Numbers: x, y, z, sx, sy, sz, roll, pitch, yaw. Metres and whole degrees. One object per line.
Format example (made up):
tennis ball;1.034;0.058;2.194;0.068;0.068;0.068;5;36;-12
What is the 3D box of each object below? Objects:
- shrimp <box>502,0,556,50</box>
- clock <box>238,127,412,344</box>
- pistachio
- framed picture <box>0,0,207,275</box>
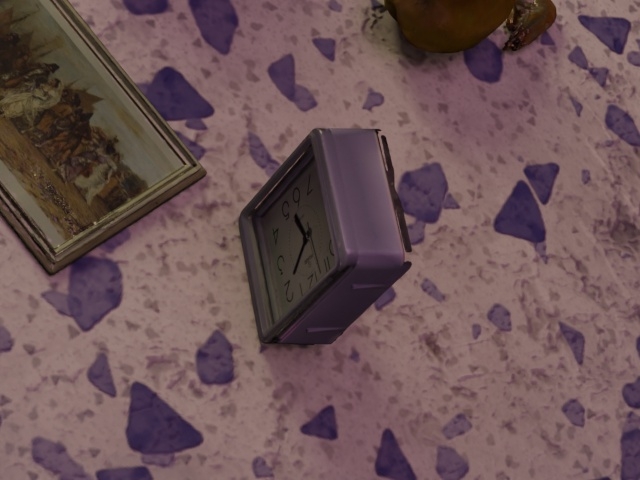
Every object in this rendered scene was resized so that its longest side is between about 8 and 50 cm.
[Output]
shrimp;0.226;-0.250;2.017;0.059;0.023;0.108;43;51;9
clock;0.001;0.001;1.641;0.073;0.193;0.144;2;63;-27
pistachio;0.136;-0.256;1.924;0.189;0.100;0.110;-25;101;-46
framed picture;-0.257;-0.122;1.671;0.274;0.017;0.217;50;51;3
